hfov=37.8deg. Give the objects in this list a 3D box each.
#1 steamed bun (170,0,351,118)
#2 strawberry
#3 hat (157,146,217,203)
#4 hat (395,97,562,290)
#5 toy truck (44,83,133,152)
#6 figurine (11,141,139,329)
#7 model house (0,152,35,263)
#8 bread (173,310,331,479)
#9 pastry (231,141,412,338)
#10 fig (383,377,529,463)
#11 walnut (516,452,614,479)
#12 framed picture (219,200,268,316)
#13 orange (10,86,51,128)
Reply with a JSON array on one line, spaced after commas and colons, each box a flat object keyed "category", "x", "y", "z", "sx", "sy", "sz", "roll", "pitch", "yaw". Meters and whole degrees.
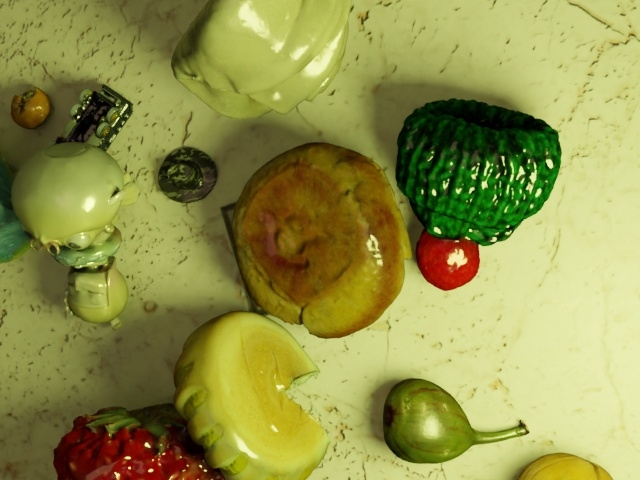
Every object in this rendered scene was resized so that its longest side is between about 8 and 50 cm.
[{"category": "steamed bun", "x": -0.077, "y": -0.359, "z": 1.630, "sx": 0.255, "sy": 0.368, "sz": 0.342, "roll": 42, "pitch": 61, "yaw": -15}, {"category": "strawberry", "x": -0.325, "y": 0.484, "z": 1.730, "sx": 0.295, "sy": 0.318, "sz": 0.345, "roll": 9, "pitch": 100, "yaw": 48}, {"category": "hat", "x": -0.262, "y": -0.128, "z": 1.806, "sx": 0.121, "sy": 0.050, "sz": 0.121, "roll": 0, "pitch": 90, "yaw": 10}, {"category": "hat", "x": 0.260, "y": -0.068, "z": 1.632, "sx": 0.274, "sy": 0.242, "sz": 0.332, "roll": 23, "pitch": 121, "yaw": 26}, {"category": "toy truck", "x": -0.451, "y": -0.210, "z": 1.827, "sx": 0.083, "sy": 0.092, "sz": 0.192, "roll": 34, "pitch": 91, "yaw": 9}, {"category": "figurine", "x": -0.425, "y": -0.006, "z": 1.768, "sx": 0.227, "sy": 0.274, "sz": 0.394, "roll": 14, "pitch": 125, "yaw": 27}, {"category": "model house", "x": -0.674, "y": -0.082, "z": 1.781, "sx": 0.215, "sy": 0.303, "sz": 0.237, "roll": -36, "pitch": 74, "yaw": 4}, {"category": "bread", "x": -0.135, "y": 0.290, "z": 1.677, "sx": 0.160, "sy": 0.333, "sz": 0.333, "roll": -35, "pitch": 84, "yaw": 36}, {"category": "pastry", "x": 0.000, "y": 0.000, "z": 1.665, "sx": 0.356, "sy": 0.164, "sz": 0.355, "roll": 6, "pitch": 103, "yaw": 29}, {"category": "fig", "x": 0.238, "y": 0.341, "z": 1.698, "sx": 0.259, "sy": 0.151, "sz": 0.151, "roll": 14, "pitch": 96, "yaw": -16}, {"category": "walnut", "x": 0.417, "y": 0.477, "z": 1.617, "sx": 0.193, "sy": 0.193, "sz": 0.225, "roll": 21, "pitch": 106, "yaw": 11}, {"category": "framed picture", "x": -0.083, "y": 0.018, "z": 1.792, "sx": 0.173, "sy": 0.010, "sz": 0.231, "roll": -17, "pitch": 88, "yaw": 12}, {"category": "orange", "x": -0.580, "y": -0.263, "z": 1.866, "sx": 0.086, "sy": 0.062, "sz": 0.086, "roll": 1, "pitch": 95, "yaw": 12}]
